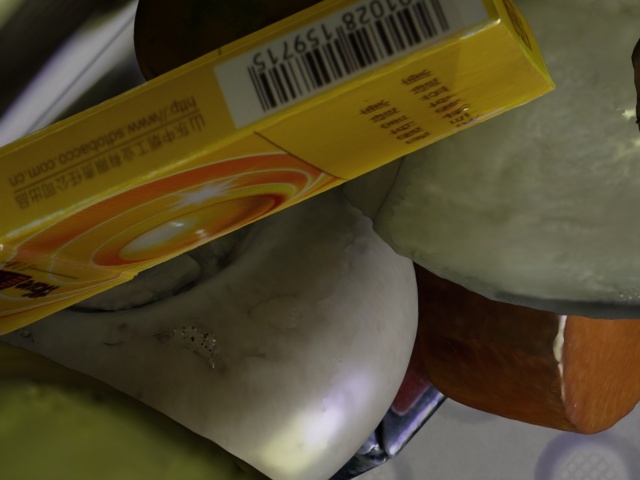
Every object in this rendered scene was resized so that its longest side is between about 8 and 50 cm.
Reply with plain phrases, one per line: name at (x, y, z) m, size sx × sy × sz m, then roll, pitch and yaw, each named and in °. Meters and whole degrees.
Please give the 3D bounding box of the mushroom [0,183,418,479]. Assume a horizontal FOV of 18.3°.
mushroom at (-0.080, 0.031, 1.013) m, size 0.246 × 0.202 × 0.246 m, roll -16°, pitch -148°, yaw 10°

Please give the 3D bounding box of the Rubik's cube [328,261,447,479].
Rubik's cube at (0.000, 0.000, 1.378) m, size 0.255 × 0.259 × 0.260 m, roll -45°, pitch -178°, yaw -21°

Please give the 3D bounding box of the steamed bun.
steamed bun at (0.149, -0.108, 0.972) m, size 0.290 × 0.272 × 0.273 m, roll -7°, pitch 156°, yaw -13°

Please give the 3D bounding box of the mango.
mango at (-0.013, -0.118, 0.837) m, size 0.163 × 0.089 × 0.111 m, roll -51°, pitch 175°, yaw 29°

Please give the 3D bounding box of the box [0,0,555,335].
box at (-0.046, -0.032, 0.776) m, size 0.269 × 0.043 × 0.152 m, roll -23°, pitch 169°, yaw 10°

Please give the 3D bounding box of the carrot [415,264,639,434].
carrot at (0.173, -0.004, 1.223) m, size 0.307 × 0.100 × 0.258 m, roll -2°, pitch 115°, yaw -62°

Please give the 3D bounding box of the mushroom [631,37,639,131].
mushroom at (0.147, -0.218, 0.629) m, size 0.345 × 0.239 × 0.345 m, roll -48°, pitch -158°, yaw 26°

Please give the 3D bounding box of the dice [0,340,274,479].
dice at (-0.121, 0.190, 0.790) m, size 0.238 × 0.233 × 0.227 m, roll -60°, pitch -178°, yaw -18°
